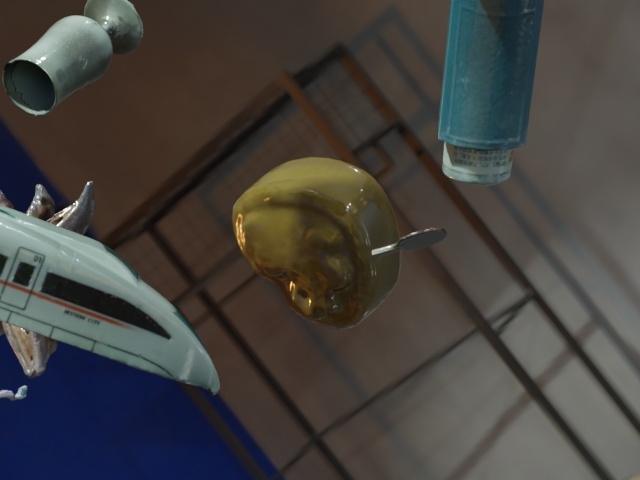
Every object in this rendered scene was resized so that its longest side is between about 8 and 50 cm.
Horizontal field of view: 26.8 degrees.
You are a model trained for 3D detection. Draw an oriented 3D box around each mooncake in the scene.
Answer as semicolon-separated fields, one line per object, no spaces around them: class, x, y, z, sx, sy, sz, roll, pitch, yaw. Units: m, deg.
mooncake;0.000;0.000;1.781;0.117;0.235;0.235;-42;2;-39

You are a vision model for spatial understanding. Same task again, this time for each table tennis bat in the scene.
table tennis bat;0.096;0.003;1.447;0.083;0.007;0.050;-17;-20;6

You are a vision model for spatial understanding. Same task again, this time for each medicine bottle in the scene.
medicine bottle;0.146;-0.170;1.138;0.079;0.258;0.124;3;25;-2

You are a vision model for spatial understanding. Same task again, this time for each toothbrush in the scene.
toothbrush;-0.298;0.147;1.271;0.131;0.011;0.013;45;-118;-86

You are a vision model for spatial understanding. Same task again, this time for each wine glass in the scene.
wine glass;-0.353;-0.267;1.919;0.103;0.103;0.231;-38;8;39

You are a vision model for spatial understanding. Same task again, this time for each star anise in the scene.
star anise;-0.260;0.033;1.203;0.182;0.195;0.065;-15;-26;16

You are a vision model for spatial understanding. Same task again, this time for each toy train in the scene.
toy train;-0.253;0.017;1.050;0.088;0.407;0.086;-69;17;-3
